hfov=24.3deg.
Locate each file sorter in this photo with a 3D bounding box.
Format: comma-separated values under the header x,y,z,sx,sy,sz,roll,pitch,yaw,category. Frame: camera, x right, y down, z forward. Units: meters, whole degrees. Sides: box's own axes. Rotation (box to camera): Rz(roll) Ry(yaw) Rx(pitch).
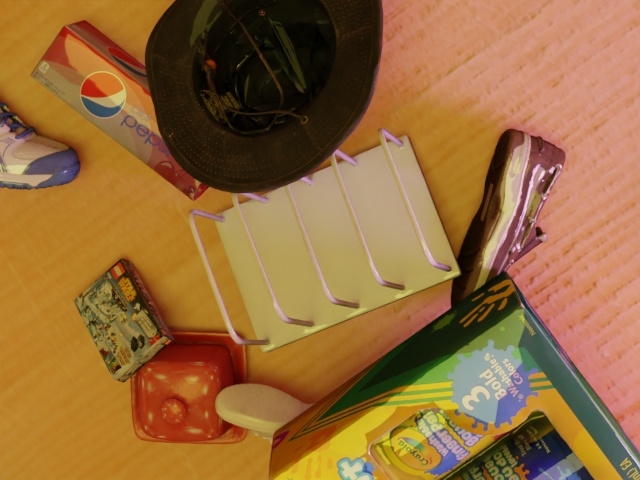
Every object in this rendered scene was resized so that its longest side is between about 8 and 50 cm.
x,y,z,sx,sy,sz,roll,pitch,yaw,category
0.000,0.000,1.835,0.277,0.173,0.193,-22,80,12,file sorter

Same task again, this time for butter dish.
x,y,z,sx,sy,sz,roll,pitch,yaw,category
-0.183,0.208,1.961,0.160,0.118,0.160,2,103,7,butter dish

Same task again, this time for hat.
x,y,z,sx,sy,sz,roll,pitch,yaw,category
-0.044,-0.211,1.802,0.331,0.134,0.331,-3,84,27,hat

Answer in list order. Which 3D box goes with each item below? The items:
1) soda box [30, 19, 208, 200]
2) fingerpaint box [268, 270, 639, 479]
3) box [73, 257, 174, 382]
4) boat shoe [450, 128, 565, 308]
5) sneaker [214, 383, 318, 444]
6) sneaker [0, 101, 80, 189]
x,y,z,sx,sy,sz,roll,pitch,yaw,category
-0.232,-0.167,1.889,0.263,0.092,0.083,37,105,-3,soda box
0.214,0.330,1.828,0.371,0.163,0.445,-35,101,8,fingerpaint box
-0.260,0.105,1.955,0.094,0.027,0.137,-40,60,15,box
0.242,-0.007,1.871,0.095,0.095,0.257,14,110,-10,boat shoe
-0.046,0.252,1.954,0.212,0.080,0.094,13,122,-20,sneaker
-0.448,-0.153,1.910,0.296,0.112,0.131,15,105,3,sneaker
